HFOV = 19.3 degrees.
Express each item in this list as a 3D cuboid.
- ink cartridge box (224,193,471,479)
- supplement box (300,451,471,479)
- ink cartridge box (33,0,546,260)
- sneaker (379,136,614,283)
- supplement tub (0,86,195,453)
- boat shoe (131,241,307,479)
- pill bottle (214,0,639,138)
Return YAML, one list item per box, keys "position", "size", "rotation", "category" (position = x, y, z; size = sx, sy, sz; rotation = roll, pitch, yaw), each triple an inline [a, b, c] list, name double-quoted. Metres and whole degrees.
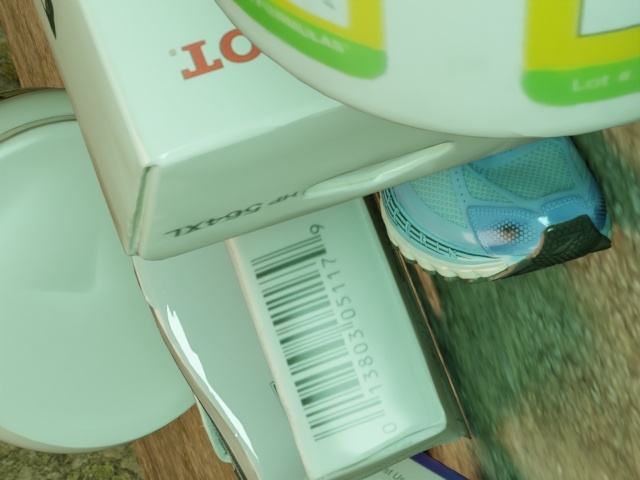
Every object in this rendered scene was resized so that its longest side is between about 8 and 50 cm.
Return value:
- position: [0.000, 0.000, 0.739]
  size: [0.232, 0.066, 0.189]
  rotation: [74, 175, -81]
  category: "ink cartridge box"
- position: [0.036, 0.207, 0.825]
  size: [0.111, 0.114, 0.220]
  rotation: [27, 144, 36]
  category: "supplement box"
- position: [-0.015, -0.116, 0.514]
  size: [0.086, 0.148, 0.203]
  rotation: [116, 133, -71]
  category: "ink cartridge box"
- position: [0.039, -0.048, 0.592]
  size: [0.162, 0.063, 0.073]
  rotation: [-122, 20, -48]
  category: "sneaker"
- position: [-0.177, 0.014, 1.276]
  size: [0.325, 0.235, 0.235]
  rotation: [-162, 53, -76]
  category: "supplement tub"
- position: [-0.019, 0.066, 0.974]
  size: [0.301, 0.108, 0.102]
  rotation: [63, 167, 2]
  category: "boat shoe"
- position: [0.031, -0.134, 0.266]
  size: [0.246, 0.136, 0.136]
  rotation: [83, 163, -59]
  category: "pill bottle"
